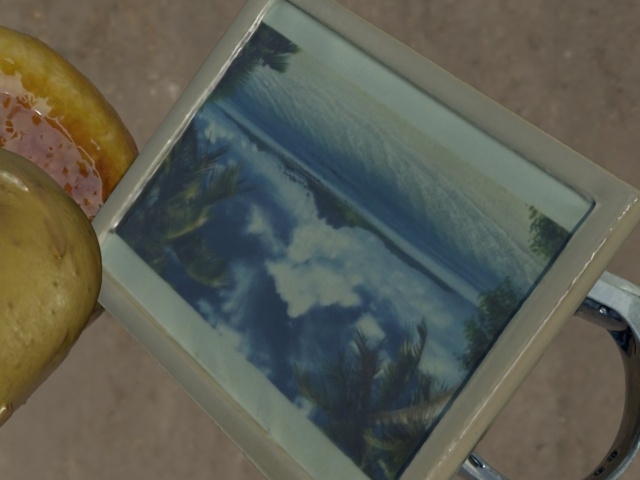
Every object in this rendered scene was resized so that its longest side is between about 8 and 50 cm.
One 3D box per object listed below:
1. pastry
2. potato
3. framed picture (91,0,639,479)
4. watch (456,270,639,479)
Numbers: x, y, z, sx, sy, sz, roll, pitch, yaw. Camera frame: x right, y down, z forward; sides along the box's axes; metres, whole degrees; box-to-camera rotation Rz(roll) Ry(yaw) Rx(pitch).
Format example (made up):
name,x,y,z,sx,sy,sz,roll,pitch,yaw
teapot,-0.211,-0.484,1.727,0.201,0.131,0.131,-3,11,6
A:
name,x,y,z,sx,sy,sz,roll,pitch,yaw
pastry,-0.321,-0.022,1.312,0.164,0.356,0.356,-135,38,-77
potato,-0.162,0.024,0.573,0.137,0.176,0.137,22,145,17
framed picture,0.000,0.000,0.846,0.315,0.024,0.232,38,95,41
watch,0.147,0.098,1.157,0.068,0.206,0.193,147,147,-78
